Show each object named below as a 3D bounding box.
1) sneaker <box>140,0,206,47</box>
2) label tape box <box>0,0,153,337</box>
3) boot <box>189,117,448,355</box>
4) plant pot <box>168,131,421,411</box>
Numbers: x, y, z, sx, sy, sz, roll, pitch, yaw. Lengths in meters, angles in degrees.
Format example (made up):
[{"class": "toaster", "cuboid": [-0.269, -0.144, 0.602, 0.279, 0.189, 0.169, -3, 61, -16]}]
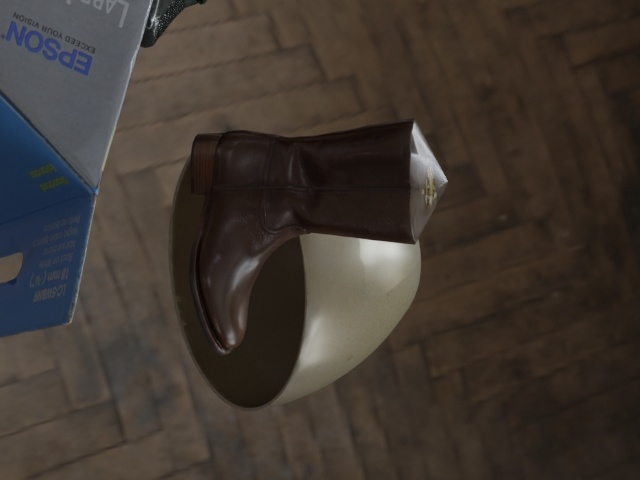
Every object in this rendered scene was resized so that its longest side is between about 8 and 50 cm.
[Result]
[{"class": "sneaker", "cuboid": [-0.052, -0.185, 1.074, 0.077, 0.072, 0.178, 34, 75, 3]}, {"class": "label tape box", "cuboid": [-0.188, -0.117, 0.983, 0.106, 0.240, 0.333, 23, 71, -28]}, {"class": "boot", "cuboid": [0.000, 0.000, 0.787, 0.037, 0.114, 0.106, -32, 120, -69]}, {"class": "plant pot", "cuboid": [-0.009, 0.023, 1.835, 0.191, 0.284, 0.284, -7, 82, -31]}]
